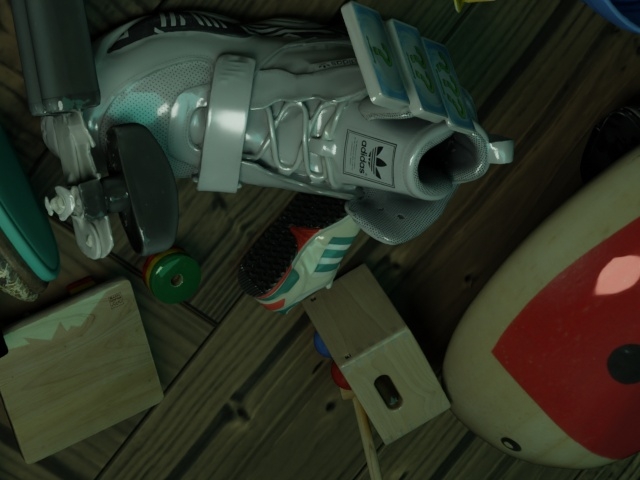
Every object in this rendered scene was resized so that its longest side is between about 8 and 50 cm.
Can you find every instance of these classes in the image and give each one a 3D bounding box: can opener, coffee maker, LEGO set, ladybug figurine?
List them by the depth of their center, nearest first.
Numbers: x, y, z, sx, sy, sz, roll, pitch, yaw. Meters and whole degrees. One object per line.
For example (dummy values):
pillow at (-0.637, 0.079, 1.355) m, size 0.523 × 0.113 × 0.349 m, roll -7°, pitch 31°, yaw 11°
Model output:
LEGO set at (0.059, -0.208, 1.451) m, size 0.060 × 0.244 × 0.182 m, roll -24°, pitch 164°, yaw 24°
can opener at (-0.183, -0.121, 1.473) m, size 0.093 × 0.074 × 0.280 m, roll -17°, pitch 96°, yaw -26°
ladybug figurine at (0.308, 0.050, 1.732) m, size 0.449 × 0.162 × 0.305 m, roll -46°, pitch 145°, yaw 21°
coffee maker at (0.350, -0.065, 1.850) m, size 0.178 × 0.120 × 0.171 m, roll -15°, pitch 122°, yaw -23°

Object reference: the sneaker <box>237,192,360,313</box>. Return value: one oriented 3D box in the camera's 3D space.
sneaker at (0.000, 0.000, 1.725) m, size 0.161 × 0.057 × 0.075 m, roll -46°, pitch 145°, yaw -4°

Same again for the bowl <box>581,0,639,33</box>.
bowl at (0.303, -0.367, 1.624) m, size 0.391 × 0.077 × 0.391 m, roll -26°, pitch 126°, yaw -41°

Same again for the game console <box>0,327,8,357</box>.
game console at (-0.332, 0.174, 1.536) m, size 0.213 × 0.044 × 0.361 m, roll -32°, pitch 130°, yaw -28°

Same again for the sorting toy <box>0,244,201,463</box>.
sorting toy at (-0.222, 0.106, 1.643) m, size 0.274 × 0.046 × 0.132 m, roll -25°, pitch 125°, yaw -18°

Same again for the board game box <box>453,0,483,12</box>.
board game box at (0.140, -0.299, 1.553) m, size 0.259 × 0.039 × 0.124 m, roll -61°, pitch 143°, yaw -46°

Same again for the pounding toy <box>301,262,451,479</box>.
pounding toy at (0.047, 0.126, 1.758) m, size 0.100 × 0.130 × 0.141 m, roll -30°, pitch 127°, yaw -1°

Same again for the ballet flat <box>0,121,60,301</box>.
ballet flat at (-0.343, -0.154, 1.389) m, size 0.182 × 0.164 × 0.483 m, roll -16°, pitch 118°, yaw 2°

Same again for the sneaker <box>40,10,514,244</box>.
sneaker at (-0.026, -0.092, 1.552) m, size 0.366 × 0.210 × 0.137 m, roll -7°, pitch 117°, yaw -28°
